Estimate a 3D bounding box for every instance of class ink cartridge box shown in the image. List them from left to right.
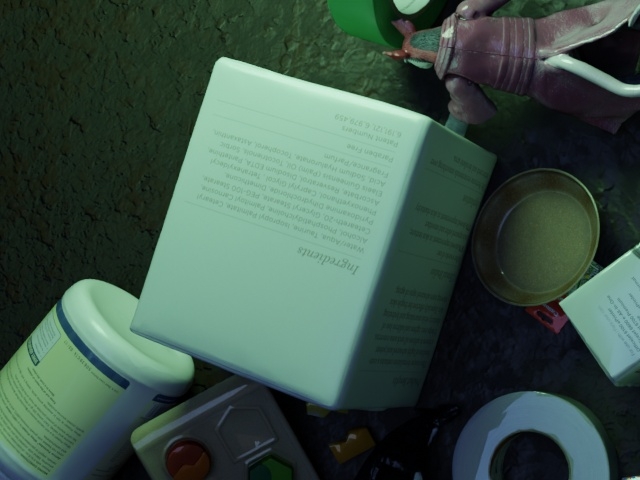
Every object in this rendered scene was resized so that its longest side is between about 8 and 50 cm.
[{"bbox_3d":[0.338,0.067,1.984,0.063,0.029,0.115,38,99,22],"label":"ink cartridge box"},{"bbox_3d":[0.482,0.048,1.821,0.307,0.223,0.129,-39,71,15],"label":"ink cartridge box"}]

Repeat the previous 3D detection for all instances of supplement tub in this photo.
[{"bbox_3d":[-0.372,0.247,2.147,0.235,0.235,0.325,45,102,20],"label":"supplement tub"}]

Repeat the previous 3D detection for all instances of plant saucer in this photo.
[{"bbox_3d":[0.304,-0.001,1.980,0.198,0.036,0.198,-13,66,33],"label":"plant saucer"}]

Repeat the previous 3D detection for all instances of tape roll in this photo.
[{"bbox_3d":[0.115,-0.430,1.967,0.077,0.321,0.321,20,93,23],"label":"tape roll"},{"bbox_3d":[0.295,0.316,1.954,0.219,0.072,0.219,-2,83,21],"label":"tape roll"}]

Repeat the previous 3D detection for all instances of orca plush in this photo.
[{"bbox_3d":[0.105,0.328,1.941,0.151,0.102,0.287,27,63,30],"label":"orca plush"}]

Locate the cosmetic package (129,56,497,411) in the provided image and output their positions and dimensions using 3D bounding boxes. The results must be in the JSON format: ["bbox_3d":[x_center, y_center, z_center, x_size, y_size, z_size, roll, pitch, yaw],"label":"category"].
[{"bbox_3d":[0.000,0.000,1.967,0.327,0.329,0.394,18,91,22],"label":"cosmetic package"}]

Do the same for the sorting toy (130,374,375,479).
[{"bbox_3d":[-0.089,0.305,2.050,0.307,0.041,0.229,-29,99,-1],"label":"sorting toy"}]

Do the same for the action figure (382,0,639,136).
[{"bbox_3d":[0.267,-0.233,1.899,0.370,0.276,0.248,4,105,1],"label":"action figure"}]

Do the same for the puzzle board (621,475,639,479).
[{"bbox_3d":[0.449,0.365,1.885,0.096,0.011,0.128,-11,50,21],"label":"puzzle board"}]
